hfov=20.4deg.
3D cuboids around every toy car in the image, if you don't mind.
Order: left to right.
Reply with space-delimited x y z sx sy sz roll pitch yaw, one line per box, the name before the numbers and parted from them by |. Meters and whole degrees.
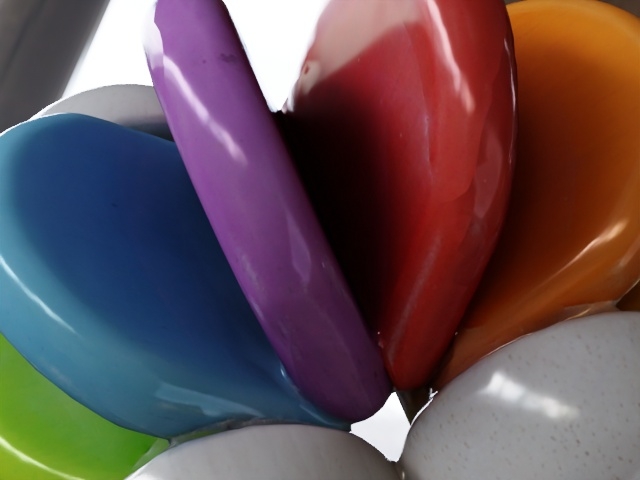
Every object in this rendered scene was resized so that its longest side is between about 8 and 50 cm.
toy car | 0.000 0.000 0.393 0.136 0.182 0.159 79 -9 -50

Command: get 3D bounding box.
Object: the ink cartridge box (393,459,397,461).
ink cartridge box | 0.127 0.258 1.449 0.069 0.176 0.371 3 1 32
